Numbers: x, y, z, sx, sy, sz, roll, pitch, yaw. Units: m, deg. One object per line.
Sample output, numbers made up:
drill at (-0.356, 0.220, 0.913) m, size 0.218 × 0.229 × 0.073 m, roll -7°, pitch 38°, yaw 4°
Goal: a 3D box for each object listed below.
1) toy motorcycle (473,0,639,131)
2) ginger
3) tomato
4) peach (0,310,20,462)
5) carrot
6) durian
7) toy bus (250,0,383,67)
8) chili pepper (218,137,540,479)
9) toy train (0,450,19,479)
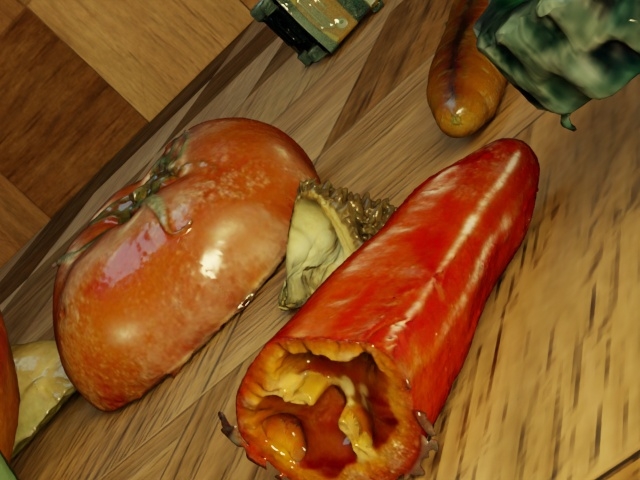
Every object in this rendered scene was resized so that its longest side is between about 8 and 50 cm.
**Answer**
toy motorcycle at (0.161, -0.122, 0.283) m, size 0.237 × 0.169 × 0.410 m, roll -46°, pitch 11°, yaw -8°
ginger at (-0.249, 0.106, 1.148) m, size 0.193 × 0.122 × 0.115 m, roll -36°, pitch -6°, yaw 19°
tomato at (-0.099, 0.000, 0.998) m, size 0.237 × 0.095 × 0.237 m, roll -43°, pitch 12°, yaw 11°
peach at (-0.358, 0.171, 0.965) m, size 0.306 × 0.242 × 0.380 m, roll 30°, pitch 60°, yaw 35°
carrot at (0.079, -0.092, 0.793) m, size 0.048 × 0.048 × 0.139 m, roll -39°, pitch 14°, yaw 32°
durian at (0.009, 0.004, 0.769) m, size 0.130 × 0.052 × 0.066 m, roll 156°, pitch 117°, yaw -70°
toy bus at (-0.003, -0.245, 1.527) m, size 0.103 × 0.091 × 0.182 m, roll -47°, pitch 9°, yaw -2°
chili pepper at (0.039, 0.012, 0.541) m, size 0.088 × 0.065 × 0.169 m, roll -33°, pitch 14°, yaw 47°
toy train at (-0.291, 0.137, 0.749) m, size 0.326 × 0.129 × 0.159 m, roll 0°, pitch 53°, yaw 12°
